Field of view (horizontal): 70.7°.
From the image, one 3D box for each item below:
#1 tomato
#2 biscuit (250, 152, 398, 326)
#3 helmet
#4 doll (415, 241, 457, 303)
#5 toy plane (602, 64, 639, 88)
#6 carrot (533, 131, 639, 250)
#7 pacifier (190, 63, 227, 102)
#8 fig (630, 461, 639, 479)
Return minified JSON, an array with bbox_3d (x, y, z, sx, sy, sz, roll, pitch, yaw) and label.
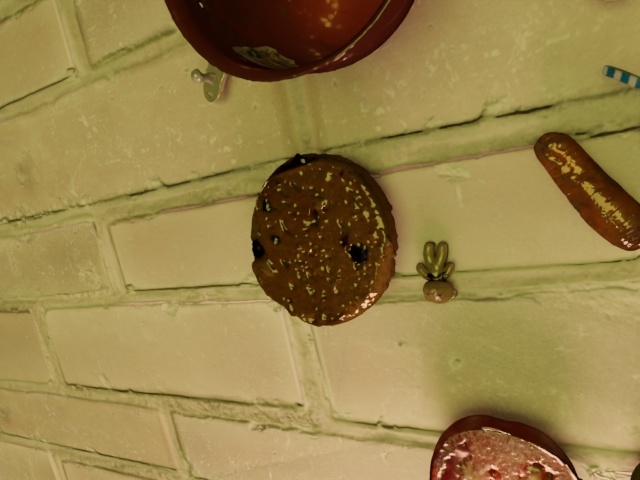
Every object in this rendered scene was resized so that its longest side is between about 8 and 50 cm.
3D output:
[{"bbox_3d":[0.287,0.366,0.707,0.225,0.085,0.225,7,107,23],"label":"tomato"},{"bbox_3d":[0.001,-0.001,0.760,0.296,0.075,0.296,7,104,31],"label":"biscuit"},{"bbox_3d":[-0.003,-0.378,0.565,0.337,0.230,0.385,4,98,26],"label":"helmet"},{"bbox_3d":[0.182,0.051,0.708,0.061,0.051,0.093,-4,73,30],"label":"doll"},{"bbox_3d":[0.391,-0.222,0.456,0.107,0.182,0.273,-25,99,-12],"label":"toy plane"},{"bbox_3d":[0.341,-0.063,0.572,0.186,0.060,0.060,50,120,10],"label":"carrot"},{"bbox_3d":[-0.200,-0.288,0.793,0.068,0.064,0.083,40,120,33],"label":"pacifier"},{"bbox_3d":[0.488,0.330,0.572,0.144,0.154,0.165,55,153,-13],"label":"fig"}]
